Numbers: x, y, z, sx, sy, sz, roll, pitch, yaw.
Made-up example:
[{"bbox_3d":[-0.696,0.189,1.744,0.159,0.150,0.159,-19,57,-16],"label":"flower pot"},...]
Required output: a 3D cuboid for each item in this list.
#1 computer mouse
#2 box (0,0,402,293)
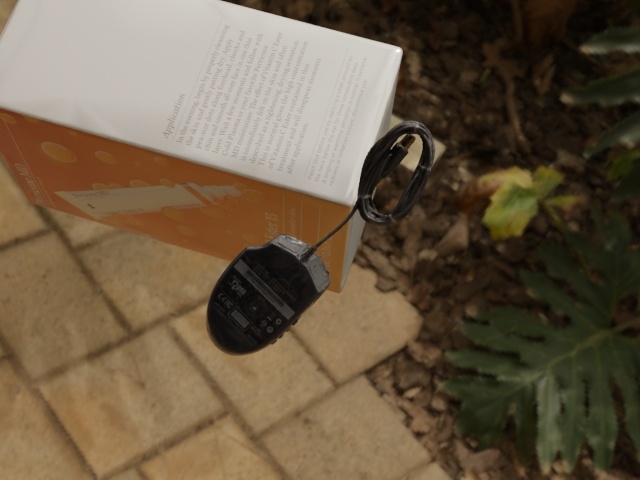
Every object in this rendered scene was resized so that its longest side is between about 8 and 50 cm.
[{"bbox_3d":[0.000,0.000,0.785,0.071,0.242,0.041,47,10,2],"label":"computer mouse"},{"bbox_3d":[-0.115,-0.104,0.953,0.345,0.215,0.168,16,68,6],"label":"box"}]
